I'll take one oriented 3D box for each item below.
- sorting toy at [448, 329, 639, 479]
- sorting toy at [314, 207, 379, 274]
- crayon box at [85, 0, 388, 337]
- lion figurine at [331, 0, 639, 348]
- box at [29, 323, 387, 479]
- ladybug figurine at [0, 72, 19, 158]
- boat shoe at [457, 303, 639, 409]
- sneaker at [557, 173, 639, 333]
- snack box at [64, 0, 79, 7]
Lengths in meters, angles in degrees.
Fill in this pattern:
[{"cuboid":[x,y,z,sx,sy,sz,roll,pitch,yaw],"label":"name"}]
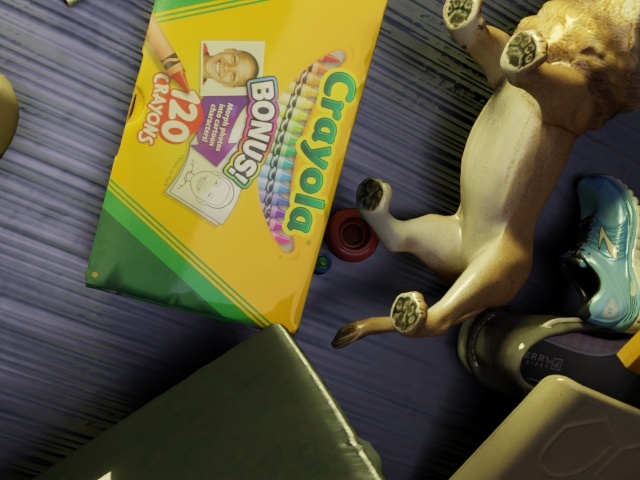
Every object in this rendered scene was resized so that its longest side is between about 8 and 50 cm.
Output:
[{"cuboid":[0.264,0.198,0.765,0.229,0.041,0.307,26,112,-26],"label":"sorting toy"},{"cuboid":[0.000,0.000,0.709,0.102,0.042,0.061,5,81,-7],"label":"sorting toy"},{"cuboid":[-0.063,-0.081,0.630,0.166,0.081,0.278,15,93,-5],"label":"crayon box"},{"cuboid":[0.169,-0.061,0.710,0.240,0.142,0.392,15,110,-49],"label":"lion figurine"},{"cuboid":[-0.081,0.398,0.518,0.480,0.297,0.471,-32,106,-5],"label":"box"},{"cuboid":[-0.377,-0.038,0.428,0.449,0.305,0.161,-32,91,-47],"label":"ladybug figurine"},{"cuboid":[0.296,0.132,0.792,0.336,0.095,0.112,11,94,-19],"label":"boat shoe"},{"cuboid":[0.259,0.006,0.753,0.073,0.063,0.162,3,60,-6],"label":"sneaker"},{"cuboid":[-0.214,-0.270,0.602,0.064,0.022,0.178,-36,107,-11],"label":"snack box"}]
